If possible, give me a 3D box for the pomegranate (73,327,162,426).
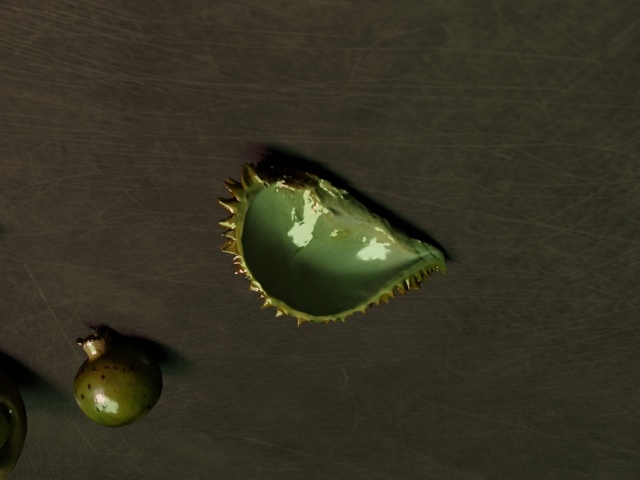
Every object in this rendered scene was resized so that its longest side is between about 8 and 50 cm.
[{"bbox_3d":[-0.274,0.189,1.899,0.130,0.130,0.130,15,154,8],"label":"pomegranate"}]

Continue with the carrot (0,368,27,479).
[{"bbox_3d":[-0.621,0.278,2.168,0.341,0.224,0.224,0,148,32],"label":"carrot"}]

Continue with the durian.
[{"bbox_3d":[0.000,0.000,1.392,0.252,0.144,0.139,37,112,-20],"label":"durian"}]
